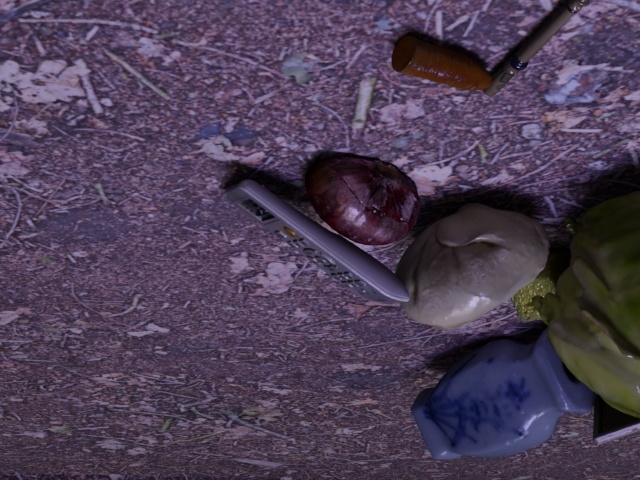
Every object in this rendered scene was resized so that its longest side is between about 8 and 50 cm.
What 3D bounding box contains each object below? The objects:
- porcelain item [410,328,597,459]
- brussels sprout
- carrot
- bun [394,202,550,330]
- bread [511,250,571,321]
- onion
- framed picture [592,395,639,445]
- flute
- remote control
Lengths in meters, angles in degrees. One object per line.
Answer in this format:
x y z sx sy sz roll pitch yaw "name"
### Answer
0.395 0.347 2.237 0.178 0.243 0.405 -14 166 -46 "porcelain item"
0.553 0.131 1.573 0.342 0.361 0.425 -45 146 12 "brussels sprout"
0.154 -0.211 1.234 0.139 0.048 0.048 10 153 -29 "carrot"
0.222 0.036 1.612 0.259 0.160 0.259 -37 -175 4 "bun"
0.403 0.082 1.810 0.114 0.111 0.129 -10 111 38 "bread"
0.059 -0.045 1.523 0.205 0.098 0.151 15 149 -33 "onion"
0.670 0.306 2.067 0.247 0.022 0.335 -24 -176 18 "framed picture"
0.257 -0.235 1.206 0.027 0.027 0.233 8 153 -21 "flute"
0.000 0.000 1.541 0.313 0.055 0.109 36 166 -15 "remote control"
